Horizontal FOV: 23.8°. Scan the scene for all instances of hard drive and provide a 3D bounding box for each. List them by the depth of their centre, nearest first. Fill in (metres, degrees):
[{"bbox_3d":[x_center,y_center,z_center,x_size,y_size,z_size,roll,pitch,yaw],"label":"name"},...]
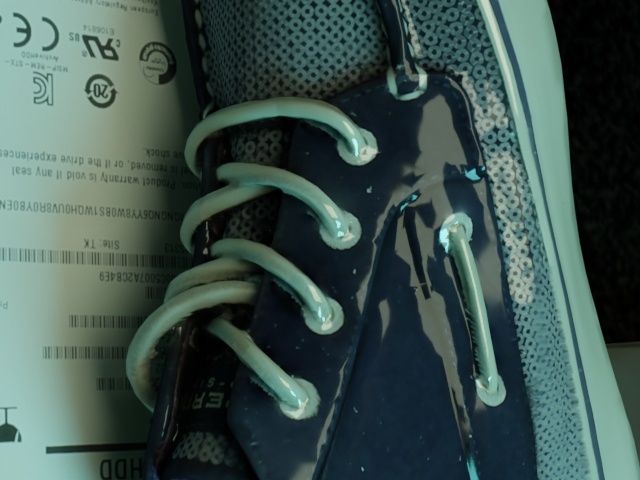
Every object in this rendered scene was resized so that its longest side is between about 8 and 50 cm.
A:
[{"bbox_3d":[-0.100,0.010,0.537,0.237,0.064,0.339,4,82,-38],"label":"hard drive"}]

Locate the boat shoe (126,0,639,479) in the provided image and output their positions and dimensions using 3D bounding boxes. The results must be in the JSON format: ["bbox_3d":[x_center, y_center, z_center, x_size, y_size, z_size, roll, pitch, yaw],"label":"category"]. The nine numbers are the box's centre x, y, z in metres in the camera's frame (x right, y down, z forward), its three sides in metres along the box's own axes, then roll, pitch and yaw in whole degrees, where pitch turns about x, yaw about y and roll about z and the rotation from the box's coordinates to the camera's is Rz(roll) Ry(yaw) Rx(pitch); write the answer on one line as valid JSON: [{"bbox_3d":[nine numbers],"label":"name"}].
[{"bbox_3d":[0.000,0.000,0.492,0.158,0.127,0.340,-30,103,-45],"label":"boat shoe"}]

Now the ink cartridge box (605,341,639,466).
[{"bbox_3d":[0.203,0.146,0.744,0.203,0.086,0.148,21,71,-36],"label":"ink cartridge box"}]
